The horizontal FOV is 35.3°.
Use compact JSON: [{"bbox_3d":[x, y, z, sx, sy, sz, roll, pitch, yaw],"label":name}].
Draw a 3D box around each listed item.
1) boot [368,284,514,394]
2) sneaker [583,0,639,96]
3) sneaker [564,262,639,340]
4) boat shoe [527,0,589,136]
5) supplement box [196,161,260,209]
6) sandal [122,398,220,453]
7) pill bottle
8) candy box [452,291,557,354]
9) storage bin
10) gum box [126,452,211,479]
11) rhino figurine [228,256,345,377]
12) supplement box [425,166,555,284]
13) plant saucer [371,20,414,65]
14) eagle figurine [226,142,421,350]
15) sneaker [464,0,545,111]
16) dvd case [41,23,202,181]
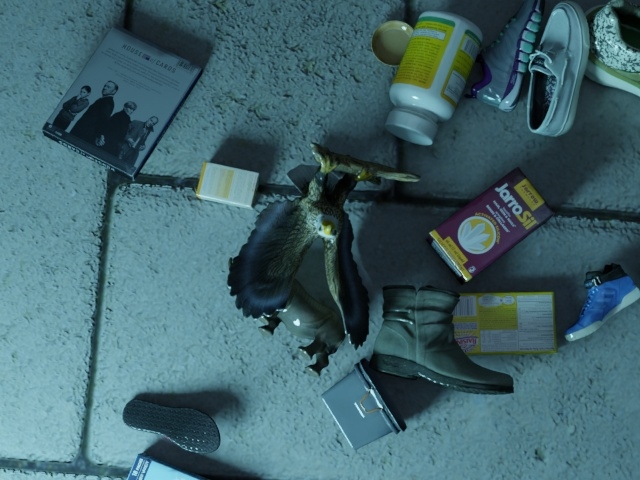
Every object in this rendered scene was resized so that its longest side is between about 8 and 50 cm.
[{"bbox_3d":[0.205,0.157,1.637,0.247,0.083,0.161,12,80,14],"label":"boot"},{"bbox_3d":[0.613,-0.287,1.663,0.411,0.182,0.158,21,83,4],"label":"sneaker"},{"bbox_3d":[0.452,0.097,1.676,0.152,0.058,0.084,-34,89,-8],"label":"sneaker"},{"bbox_3d":[0.390,-0.286,1.684,0.081,0.079,0.227,-5,105,-37],"label":"boat shoe"},{"bbox_3d":[-0.157,-0.094,1.727,0.099,0.036,0.062,13,82,3],"label":"supplement box"},{"bbox_3d":[-0.244,0.306,1.679,0.179,0.040,0.067,14,77,18],"label":"sandal"},{"bbox_3d":[0.187,-0.273,1.704,0.118,0.117,0.208,21,83,4],"label":"pill bottle"},{"bbox_3d":[0.291,0.140,1.690,0.206,0.027,0.105,-1,85,2],"label":"candy box"},{"bbox_3d":[0.066,0.276,1.649,0.091,0.098,0.135,-33,83,7],"label":"storage bin"},{"bbox_3d":[-0.243,0.456,1.652,0.184,0.041,0.156,21,84,5],"label":"gum box"},{"bbox_3d":[-0.061,0.110,1.676,0.243,0.073,0.106,41,62,7],"label":"rhino figurine"},{"bbox_3d":[0.283,-0.023,1.686,0.188,0.081,0.104,-37,83,-4],"label":"supplement box"},{"bbox_3d":[0.130,-0.344,1.766,0.084,0.015,0.083,0,82,1],"label":"plant saucer"},{"bbox_3d":[-0.003,0.000,1.624,0.226,0.225,0.298,19,95,26],"label":"eagle figurine"},{"bbox_3d":[0.318,-0.338,1.730,0.098,0.083,0.223,16,84,8],"label":"sneaker"},{"bbox_3d":[-0.338,-0.240,1.730,0.179,0.029,0.238,27,70,5],"label":"dvd case"}]
